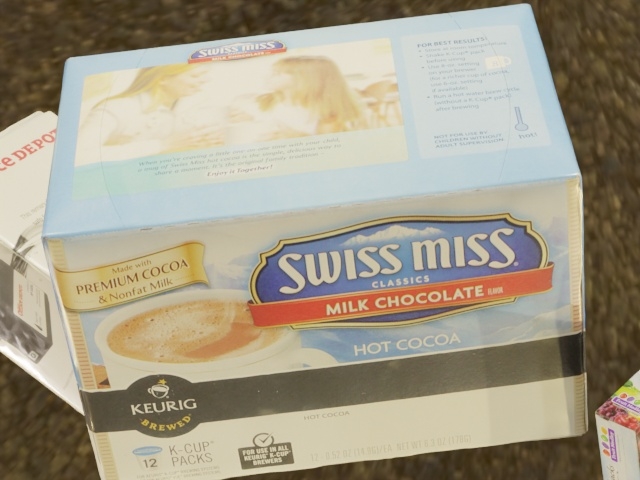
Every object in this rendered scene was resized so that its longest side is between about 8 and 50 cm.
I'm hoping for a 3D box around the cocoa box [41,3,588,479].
[{"bbox_3d":[0.000,0.000,1.246,0.347,0.231,0.228,-7,127,1],"label":"cocoa box"}]

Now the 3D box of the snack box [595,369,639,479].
[{"bbox_3d":[0.236,0.145,1.211,0.037,0.100,0.141,24,140,38],"label":"snack box"}]

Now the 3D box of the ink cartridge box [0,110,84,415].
[{"bbox_3d":[-0.241,0.031,1.813,0.307,0.223,0.129,36,125,10],"label":"ink cartridge box"}]
